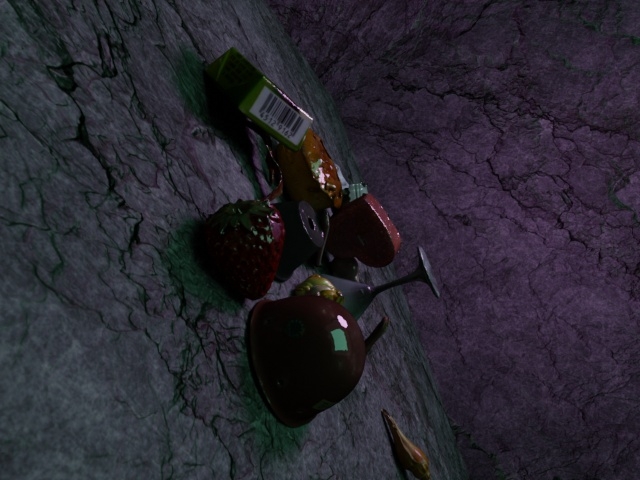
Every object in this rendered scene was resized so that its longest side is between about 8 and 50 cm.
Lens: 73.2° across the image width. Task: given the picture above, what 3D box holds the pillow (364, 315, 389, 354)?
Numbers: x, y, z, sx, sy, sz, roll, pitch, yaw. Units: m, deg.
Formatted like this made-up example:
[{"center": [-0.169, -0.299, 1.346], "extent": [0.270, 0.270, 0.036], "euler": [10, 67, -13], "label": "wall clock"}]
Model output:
[{"center": [0.197, 0.383, 1.653], "extent": [0.034, 0.211, 0.135], "euler": [36, 17, 4], "label": "pillow"}]

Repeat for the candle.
[{"center": [0.167, -0.039, 1.712], "extent": [0.131, 0.316, 0.288], "euler": [-49, 153, -58], "label": "candle"}]

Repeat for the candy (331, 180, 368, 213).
[{"center": [0.117, -0.137, 1.984], "extent": [0.398, 0.171, 0.263], "euler": [-168, -110, -67], "label": "candy"}]

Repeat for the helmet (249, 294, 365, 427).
[{"center": [0.005, 0.283, 1.129], "extent": [0.385, 0.230, 0.338], "euler": [37, 33, -56], "label": "helmet"}]

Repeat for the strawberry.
[{"center": [-0.175, 0.033, 1.040], "extent": [0.205, 0.205, 0.245], "euler": [-80, 165, -61], "label": "strawberry"}]

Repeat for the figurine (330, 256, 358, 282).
[{"center": [0.101, 0.119, 1.830], "extent": [0.125, 0.125, 0.138], "euler": [42, 40, -54], "label": "figurine"}]

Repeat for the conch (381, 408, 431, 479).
[{"center": [0.326, 0.815, 1.684], "extent": [0.330, 0.093, 0.109], "euler": [50, 31, 15], "label": "conch"}]

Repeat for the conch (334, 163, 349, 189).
[{"center": [0.067, -0.304, 2.261], "extent": [0.185, 0.120, 0.221], "euler": [23, 39, -61], "label": "conch"}]

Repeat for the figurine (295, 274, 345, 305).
[{"center": [0.002, 0.178, 1.355], "extent": [0.246, 0.156, 0.131], "euler": [-176, -87, -75], "label": "figurine"}]

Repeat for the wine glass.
[{"center": [0.220, 0.184, 1.613], "extent": [0.267, 0.405, 0.267], "euler": [55, 23, -37], "label": "wine glass"}]

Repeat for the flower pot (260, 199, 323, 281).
[{"center": [-0.094, -0.023, 1.332], "extent": [0.269, 0.166, 0.269], "euler": [58, 17, -30], "label": "flower pot"}]

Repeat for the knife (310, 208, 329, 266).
[{"center": [-0.006, 0.002, 1.522], "extent": [0.365, 0.043, 0.089], "euler": [103, -29, -63], "label": "knife"}]

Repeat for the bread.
[{"center": [-0.045, -0.273, 1.747], "extent": [0.337, 0.204, 0.359], "euler": [44, 25, -48], "label": "bread"}]

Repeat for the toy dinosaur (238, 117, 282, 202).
[{"center": [-0.207, -0.286, 1.478], "extent": [0.206, 0.112, 0.328], "euler": [176, -98, -81], "label": "toy dinosaur"}]

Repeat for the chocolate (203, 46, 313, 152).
[{"center": [-0.196, -0.470, 1.431], "extent": [0.300, 0.137, 0.289], "euler": [29, 17, -51], "label": "chocolate"}]
